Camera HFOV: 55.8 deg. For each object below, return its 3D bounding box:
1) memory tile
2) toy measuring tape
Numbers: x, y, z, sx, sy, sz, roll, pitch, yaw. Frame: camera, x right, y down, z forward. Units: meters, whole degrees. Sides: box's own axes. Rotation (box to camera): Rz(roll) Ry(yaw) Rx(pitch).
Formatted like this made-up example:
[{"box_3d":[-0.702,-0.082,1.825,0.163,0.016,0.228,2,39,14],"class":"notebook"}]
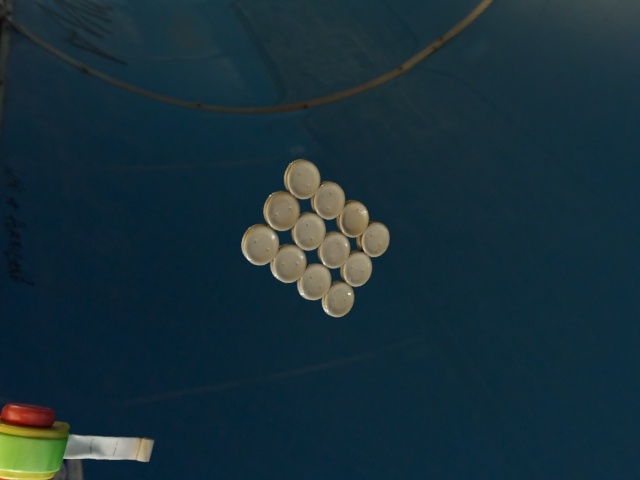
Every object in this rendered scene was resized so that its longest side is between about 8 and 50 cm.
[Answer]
[{"box_3d":[0.000,0.000,0.595,0.012,0.148,0.113,16,-108,56],"class":"memory tile"},{"box_3d":[-0.363,0.298,0.860,0.121,0.330,0.122,-20,-121,38],"class":"toy measuring tape"}]
